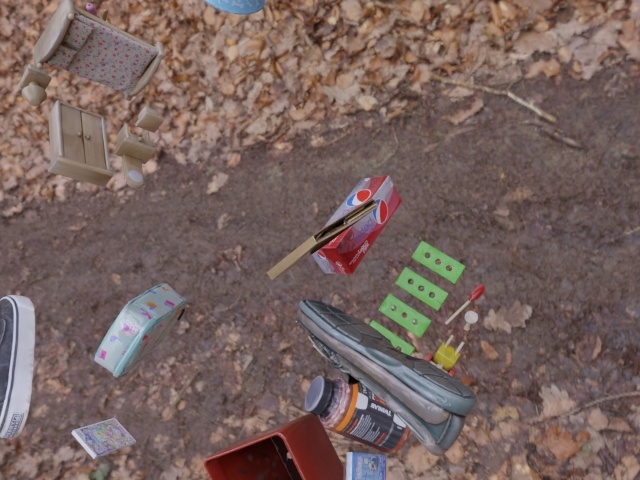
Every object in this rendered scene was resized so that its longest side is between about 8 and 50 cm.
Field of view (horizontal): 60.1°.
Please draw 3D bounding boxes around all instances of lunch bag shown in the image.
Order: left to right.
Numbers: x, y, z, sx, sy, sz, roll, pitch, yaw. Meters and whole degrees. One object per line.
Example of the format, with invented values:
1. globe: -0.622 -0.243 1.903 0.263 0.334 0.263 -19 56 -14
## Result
1. lunch bag: -0.502 0.253 1.569 0.107 0.279 0.224 34 106 3

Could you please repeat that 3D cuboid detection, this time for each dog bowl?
1. dog bowl: -0.198 -0.663 1.323 0.165 0.074 0.297 12 55 -13

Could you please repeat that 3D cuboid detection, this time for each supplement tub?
1. supplement tub: 0.071 0.327 1.059 0.106 0.197 0.106 -53 20 29

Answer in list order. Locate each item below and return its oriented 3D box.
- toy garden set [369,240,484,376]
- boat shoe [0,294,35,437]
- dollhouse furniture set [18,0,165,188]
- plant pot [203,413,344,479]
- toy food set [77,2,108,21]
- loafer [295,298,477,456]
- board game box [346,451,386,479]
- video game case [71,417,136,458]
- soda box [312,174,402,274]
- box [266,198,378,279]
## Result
1. toy garden set: 0.241 0.159 1.184 0.203 0.049 0.244 32 90 17
2. boat shoe: -0.485 0.167 0.804 0.108 0.102 0.301 -60 36 14
3. dollhouse furniture set: -0.390 -0.283 1.089 0.355 0.303 0.174 -39 54 31
4. plant pot: -0.087 0.598 1.432 0.267 0.235 0.267 -29 87 26
5. toy food set: -0.572 -0.534 1.319 0.019 0.122 0.078 54 135 11
6. loafer: 0.058 0.160 0.683 0.267 0.096 0.084 27 99 39
7. board game box: 0.092 0.475 1.108 0.020 0.090 0.090 -30 51 51
8. video game case: -0.498 0.454 1.275 0.087 0.122 0.011 35 102 23
9. soda box: 0.086 -0.039 1.290 0.092 0.083 0.263 -1 41 44
10. box: 0.000 0.000 1.038 0.164 0.201 0.021 -33 88 -36
